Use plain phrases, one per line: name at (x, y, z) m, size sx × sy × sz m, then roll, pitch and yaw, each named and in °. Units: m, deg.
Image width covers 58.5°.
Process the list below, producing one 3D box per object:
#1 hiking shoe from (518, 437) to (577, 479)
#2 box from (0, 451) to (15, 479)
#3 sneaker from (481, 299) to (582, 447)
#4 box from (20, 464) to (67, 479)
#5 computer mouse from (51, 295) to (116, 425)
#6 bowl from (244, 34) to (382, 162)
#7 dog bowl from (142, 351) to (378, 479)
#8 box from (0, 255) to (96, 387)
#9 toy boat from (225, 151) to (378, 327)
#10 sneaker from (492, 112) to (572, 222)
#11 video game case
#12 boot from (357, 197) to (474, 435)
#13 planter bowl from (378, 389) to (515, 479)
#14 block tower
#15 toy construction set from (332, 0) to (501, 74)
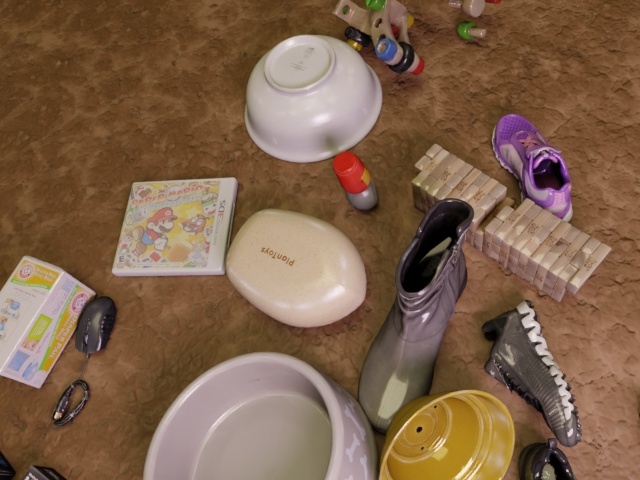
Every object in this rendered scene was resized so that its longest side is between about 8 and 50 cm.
hiking shoe at (0.310, 0.380, 0.751) m, size 0.086 × 0.114 × 0.226 m, roll -10°, pitch 63°, yaw 8°
box at (-0.727, 0.395, 0.993) m, size 0.322 × 0.079 × 0.257 m, roll 36°, pitch 75°, yaw 25°
sneaker at (0.305, 0.202, 0.855) m, size 0.106 × 0.078 × 0.234 m, roll -20°, pitch 46°, yaw 13°
box at (-0.408, 0.514, 0.874) m, size 0.270 × 0.060 × 0.216 m, roll 25°, pitch 71°, yaw 22°
computer mouse at (-0.435, 0.212, 1.039) m, size 0.071 × 0.041 × 0.241 m, roll 5°, pitch 66°, yaw 14°
bowl at (-0.029, -0.315, 1.159) m, size 0.298 × 0.134 × 0.297 m, roll -5°, pitch 64°, yaw 10°
dog bowl at (-0.098, 0.318, 0.825) m, size 0.349 × 0.102 × 0.348 m, roll -13°, pitch 46°, yaw 15°
box at (-0.528, 0.148, 1.048) m, size 0.103 × 0.114 × 0.203 m, roll 17°, pitch 69°, yaw 21°
toy boat at (0.000, 0.000, 1.006) m, size 0.268 × 0.148 × 0.318 m, roll 29°, pitch 81°, yaw 28°
sneaker at (0.376, -0.141, 1.001) m, size 0.095 × 0.104 × 0.236 m, roll -17°, pitch 61°, yaw 5°
video game case at (-0.286, -0.029, 1.133) m, size 0.227 × 0.026 × 0.206 m, roll -2°, pitch 64°, yaw 12°
boot at (0.133, 0.113, 0.860) m, size 0.118 × 0.222 × 0.338 m, roll 16°, pitch 69°, yaw 18°
planter bowl at (0.161, 0.291, 0.817) m, size 0.217 × 0.217 × 0.090 m, roll -39°, pitch 25°, yaw -8°
block tower at (0.302, -0.030, 0.970) m, size 0.335 × 0.097 × 0.091 m, roll 38°, pitch 77°, yaw 27°
toy construction set at (0.176, -0.490, 1.172) m, size 0.309 × 0.257 × 0.237 m, roll -14°, pitch 32°, yaw -29°
